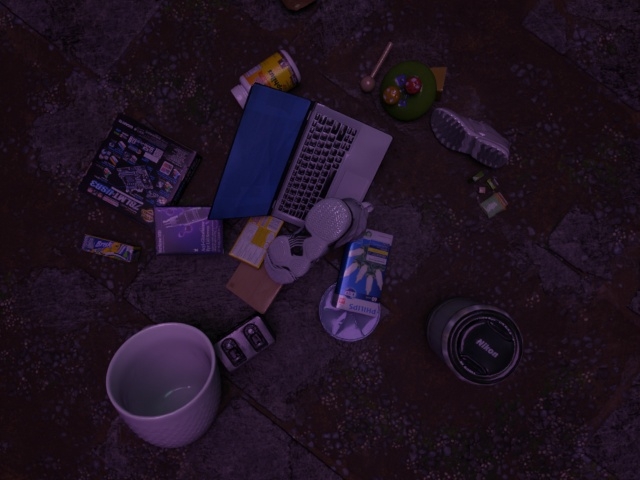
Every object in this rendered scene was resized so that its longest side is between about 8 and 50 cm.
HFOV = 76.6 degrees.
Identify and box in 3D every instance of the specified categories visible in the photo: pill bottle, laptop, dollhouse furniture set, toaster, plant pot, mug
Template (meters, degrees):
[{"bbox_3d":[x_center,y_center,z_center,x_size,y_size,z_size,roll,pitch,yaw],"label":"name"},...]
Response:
[{"bbox_3d":[-0.178,-0.508,1.308,0.215,0.117,0.117,-34,88,1],"label":"pill bottle"},{"bbox_3d":[-0.043,-0.184,1.154,0.408,0.236,0.382,22,112,-7],"label":"laptop"},{"bbox_3d":[0.545,-0.151,1.312,0.076,0.058,0.152,-35,88,1],"label":"dollhouse furniture set"},{"bbox_3d":[-0.236,0.309,1.267,0.168,0.185,0.110,-33,90,-8],"label":"toaster"},{"bbox_3d":[0.359,-0.512,1.317,0.083,0.081,0.081,11,89,12],"label":"plant pot"},{"bbox_3d":[-0.450,0.413,1.201,0.276,0.328,0.374,-23,51,-25],"label":"mug"}]

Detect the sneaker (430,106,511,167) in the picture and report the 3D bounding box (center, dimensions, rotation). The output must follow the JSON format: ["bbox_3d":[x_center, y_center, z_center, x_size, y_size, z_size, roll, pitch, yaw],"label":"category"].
[{"bbox_3d":[0.486,-0.344,1.317,0.281,0.105,0.115,37,56,6],"label":"sneaker"}]

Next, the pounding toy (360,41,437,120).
[{"bbox_3d":[0.242,-0.485,1.267,0.237,0.110,0.183,42,120,8],"label":"pounding toy"}]

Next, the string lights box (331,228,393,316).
[{"bbox_3d":[0.131,0.096,1.273,0.133,0.077,0.260,14,83,-9],"label":"string lights box"}]

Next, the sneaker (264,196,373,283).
[{"bbox_3d":[0.000,0.000,1.186,0.366,0.210,0.137,-42,74,36],"label":"sneaker"}]

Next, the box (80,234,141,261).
[{"bbox_3d":[-0.687,0.025,1.334,0.169,0.059,0.054,15,90,2],"label":"box"}]

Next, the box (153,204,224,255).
[{"bbox_3d":[-0.410,-0.034,1.273,0.207,0.108,0.153,-3,97,-15],"label":"box"}]

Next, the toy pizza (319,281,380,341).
[{"bbox_3d":[0.095,0.227,1.324,0.201,0.032,0.201,0,89,-3],"label":"toy pizza"}]

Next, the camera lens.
[{"bbox_3d":[0.440,0.285,1.194,0.219,0.274,0.219,0,89,2],"label":"camera lens"}]

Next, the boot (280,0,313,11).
[{"bbox_3d":[-0.014,-0.880,1.342,0.305,0.112,0.115,-39,118,-4],"label":"boot"}]

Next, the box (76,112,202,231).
[{"bbox_3d":[-0.592,-0.221,1.333,0.295,0.073,0.293,27,90,1],"label":"box"}]

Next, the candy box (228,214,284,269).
[{"bbox_3d":[-0.199,-0.016,1.302,0.105,0.027,0.206,25,65,4],"label":"candy box"}]

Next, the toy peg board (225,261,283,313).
[{"bbox_3d":[-0.192,0.131,1.322,0.160,0.079,0.161,32,88,17],"label":"toy peg board"}]
